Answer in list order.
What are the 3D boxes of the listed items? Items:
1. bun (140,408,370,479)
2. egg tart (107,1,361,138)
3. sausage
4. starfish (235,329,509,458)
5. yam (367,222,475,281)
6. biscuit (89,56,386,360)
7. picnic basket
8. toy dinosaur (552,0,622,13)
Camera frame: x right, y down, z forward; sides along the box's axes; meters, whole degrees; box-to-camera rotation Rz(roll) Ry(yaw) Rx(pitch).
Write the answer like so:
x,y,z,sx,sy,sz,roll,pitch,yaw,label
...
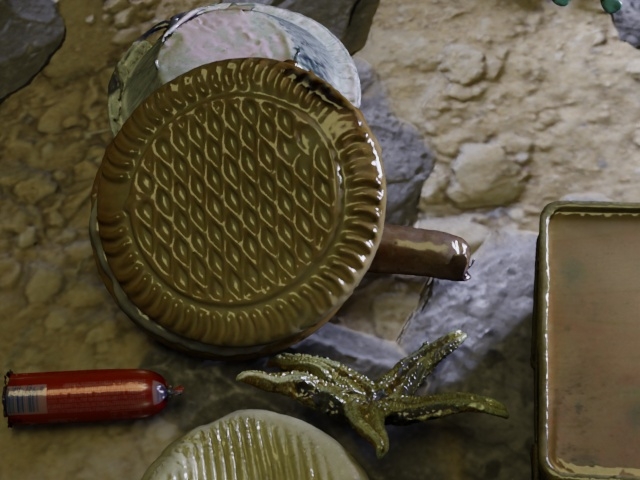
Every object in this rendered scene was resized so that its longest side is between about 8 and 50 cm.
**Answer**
x,y,z,sx,sy,sz,roll,pitch,yaw,label
-0.048,0.216,1.146,0.183,0.102,0.183,0,47,0,bun
-0.079,-0.137,1.413,0.234,0.094,0.234,-2,56,3,egg tart
-0.182,0.124,1.265,0.145,0.048,0.050,-4,15,3,sausage
0.041,0.122,1.212,0.208,0.053,0.176,-1,17,5,starfish
0.000,0.000,1.332,0.264,0.046,0.046,7,55,11,yam
-0.070,-0.027,1.285,0.259,0.079,0.259,-2,81,11,biscuit
0.240,0.107,1.172,0.165,0.139,0.266,1,54,7,picnic basket
0.230,-0.271,1.489,0.292,0.079,0.120,-15,48,-8,toy dinosaur
